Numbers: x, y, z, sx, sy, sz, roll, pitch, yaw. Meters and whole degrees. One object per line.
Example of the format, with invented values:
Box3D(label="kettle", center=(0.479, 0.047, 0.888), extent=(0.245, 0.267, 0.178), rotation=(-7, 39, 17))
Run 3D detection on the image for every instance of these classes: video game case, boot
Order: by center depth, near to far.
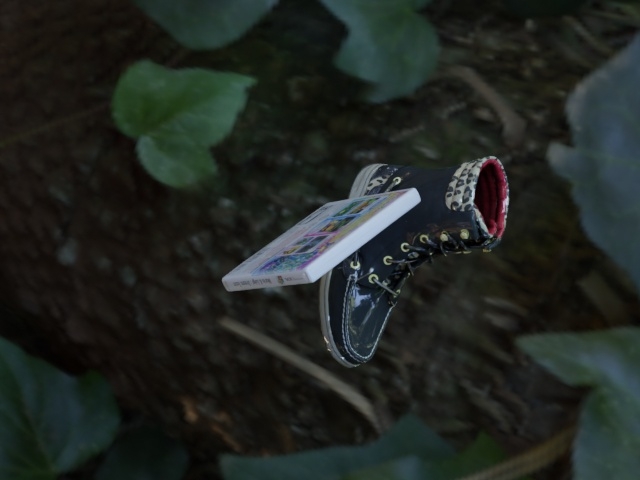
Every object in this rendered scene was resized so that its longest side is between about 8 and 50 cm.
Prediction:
Box3D(label="video game case", center=(0.000, 0.000, 1.506), extent=(0.157, 0.143, 0.019), rotation=(-36, 107, -34))
Box3D(label="boot", center=(0.098, 0.017, 1.654), extent=(0.085, 0.178, 0.236), rotation=(34, 61, -41))
